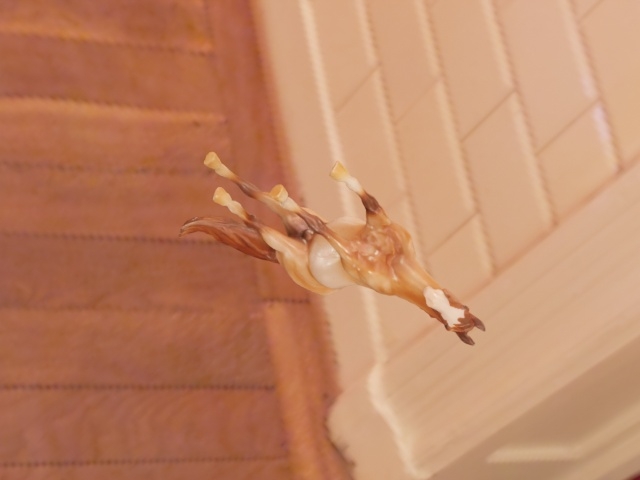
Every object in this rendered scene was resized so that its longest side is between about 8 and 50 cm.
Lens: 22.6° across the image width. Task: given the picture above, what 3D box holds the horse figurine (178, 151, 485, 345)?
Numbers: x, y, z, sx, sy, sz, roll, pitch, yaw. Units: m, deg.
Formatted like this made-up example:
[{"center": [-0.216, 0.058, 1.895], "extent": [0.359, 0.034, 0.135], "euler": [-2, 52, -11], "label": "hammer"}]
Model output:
[{"center": [0.000, 0.000, 1.276], "extent": [0.174, 0.263, 0.066], "euler": [41, 68, -32], "label": "horse figurine"}]
